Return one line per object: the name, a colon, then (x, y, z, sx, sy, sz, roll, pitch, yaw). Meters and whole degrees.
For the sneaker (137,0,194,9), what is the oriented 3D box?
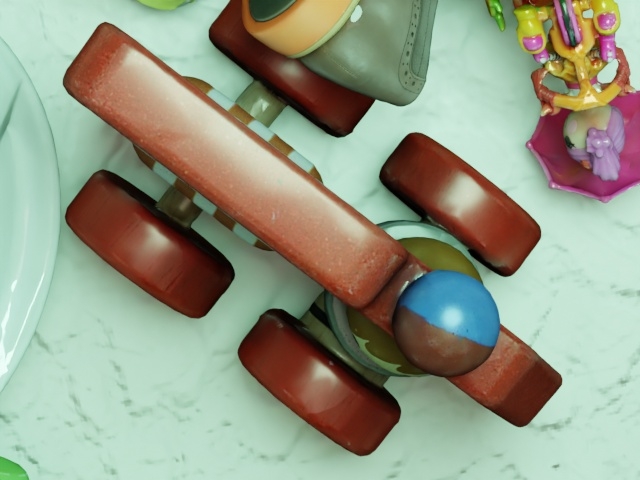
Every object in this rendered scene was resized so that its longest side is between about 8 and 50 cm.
sneaker: (-0.137, -0.231, 0.917, 0.091, 0.126, 0.240, -43, 97, 1)

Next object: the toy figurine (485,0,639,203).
toy figurine: (0.148, -0.094, 0.943, 0.130, 0.173, 0.159, -16, 109, 10)

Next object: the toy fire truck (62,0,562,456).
toy fire truck: (0.000, 0.000, 0.882, 0.302, 0.254, 0.169, 39, 92, -6)

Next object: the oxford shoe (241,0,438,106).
oxford shoe: (0.030, -0.185, 0.910, 0.098, 0.097, 0.271, 34, 51, -28)

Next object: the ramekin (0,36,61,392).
ramekin: (-0.273, -0.009, 0.872, 0.127, 0.273, 0.273, 13, 96, 38)

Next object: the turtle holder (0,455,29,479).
turtle holder: (-0.121, 0.276, 0.933, 0.320, 0.243, 0.227, 12, 112, -43)
